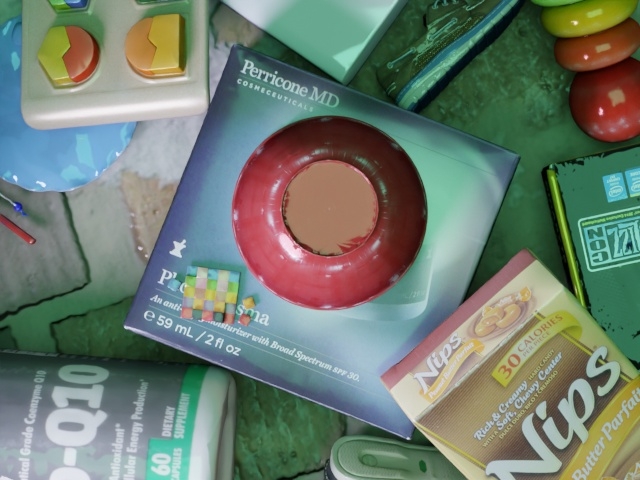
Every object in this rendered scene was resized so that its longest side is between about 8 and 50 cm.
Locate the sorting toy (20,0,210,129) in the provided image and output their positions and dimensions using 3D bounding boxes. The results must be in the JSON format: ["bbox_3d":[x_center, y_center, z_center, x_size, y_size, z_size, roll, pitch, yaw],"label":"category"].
[{"bbox_3d":[-0.203,-0.219,1.918,0.193,0.038,0.208,-4,81,13],"label":"sorting toy"}]

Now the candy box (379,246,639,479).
[{"bbox_3d":[0.221,0.175,1.837,0.183,0.087,0.316,-42,125,2],"label":"candy box"}]

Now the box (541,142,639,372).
[{"bbox_3d":[0.404,0.012,1.961,0.322,0.079,0.257,-13,88,0],"label":"box"}]

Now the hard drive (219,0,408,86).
[{"bbox_3d":[-0.043,-0.325,1.942,0.319,0.040,0.210,35,90,13],"label":"hard drive"}]

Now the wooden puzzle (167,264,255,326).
[{"bbox_3d":[-0.101,0.050,1.813,0.083,0.006,0.049,7,90,1],"label":"wooden puzzle"}]

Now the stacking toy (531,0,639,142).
[{"bbox_3d":[0.255,-0.250,1.913,0.141,0.141,0.330,-20,105,0],"label":"stacking toy"}]

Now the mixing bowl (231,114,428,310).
[{"bbox_3d":[0.007,-0.027,1.768,0.181,0.098,0.181,0,88,1],"label":"mixing bowl"}]

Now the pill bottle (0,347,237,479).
[{"bbox_3d":[-0.269,0.208,1.887,0.361,0.204,0.204,3,90,4],"label":"pill bottle"}]

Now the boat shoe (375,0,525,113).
[{"bbox_3d":[0.131,-0.209,1.965,0.183,0.066,0.066,-44,79,-6],"label":"boat shoe"}]

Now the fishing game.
[{"bbox_3d":[-0.271,-0.140,1.977,0.189,0.041,0.264,35,95,7],"label":"fishing game"}]

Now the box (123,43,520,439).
[{"bbox_3d":[0.000,0.000,1.908,0.296,0.183,0.294,21,88,0],"label":"box"}]

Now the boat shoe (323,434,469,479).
[{"bbox_3d":[0.115,0.257,1.970,0.233,0.084,0.079,13,128,-7],"label":"boat shoe"}]
